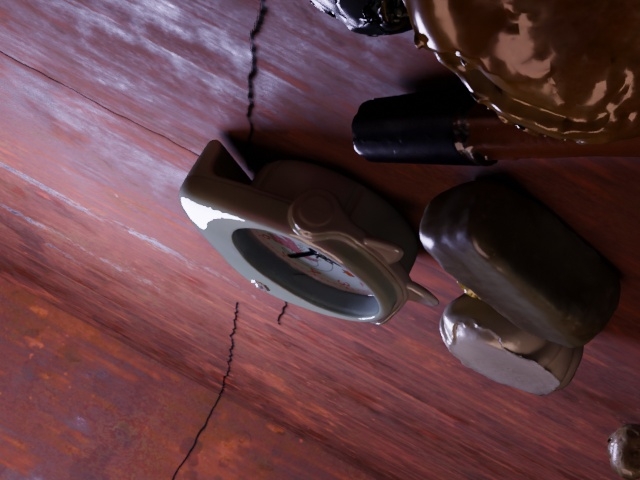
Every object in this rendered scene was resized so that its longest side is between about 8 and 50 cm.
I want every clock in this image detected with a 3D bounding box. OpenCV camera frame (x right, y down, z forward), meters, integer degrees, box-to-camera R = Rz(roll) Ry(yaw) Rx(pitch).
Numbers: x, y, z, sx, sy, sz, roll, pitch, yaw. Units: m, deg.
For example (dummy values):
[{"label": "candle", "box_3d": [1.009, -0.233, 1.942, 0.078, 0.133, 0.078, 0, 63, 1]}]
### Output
[{"label": "clock", "box_3d": [0.000, 0.000, 1.769, 0.324, 0.108, 0.265, 15, 156, 34]}]

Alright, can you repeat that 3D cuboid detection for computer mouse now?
[{"label": "computer mouse", "box_3d": [0.021, -0.237, 1.162, 0.146, 0.077, 0.241, 16, 158, 30]}]

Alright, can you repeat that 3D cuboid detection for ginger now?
[{"label": "ginger", "box_3d": [0.490, 0.318, 1.933, 0.204, 0.080, 0.104, 23, 166, 11]}]

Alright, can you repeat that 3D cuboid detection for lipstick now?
[{"label": "lipstick", "box_3d": [0.184, -0.106, 1.269, 0.077, 0.077, 0.418, 41, 157, -32]}]

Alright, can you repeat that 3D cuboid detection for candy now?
[{"label": "candy", "box_3d": [0.220, 0.025, 1.522, 0.234, 0.102, 0.104, 40, 158, -27]}]

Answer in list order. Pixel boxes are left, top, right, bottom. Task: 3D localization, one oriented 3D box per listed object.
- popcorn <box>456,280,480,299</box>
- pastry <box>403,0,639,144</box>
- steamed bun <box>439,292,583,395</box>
[{"label": "popcorn", "box_3d": [0.194, 0.031, 1.638, 0.082, 0.057, 0.083, 34, 139, 19]}, {"label": "pastry", "box_3d": [0.187, -0.199, 0.772, 0.311, 0.162, 0.255, -24, 116, 17]}, {"label": "steamed bun", "box_3d": [0.240, 0.111, 1.717, 0.183, 0.106, 0.183, 24, 164, 7]}]
